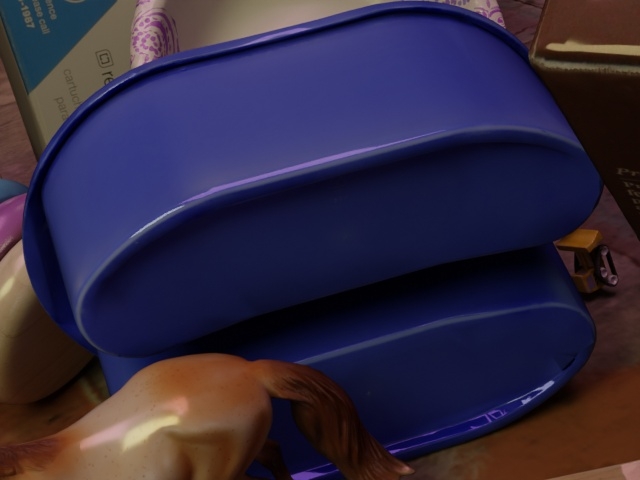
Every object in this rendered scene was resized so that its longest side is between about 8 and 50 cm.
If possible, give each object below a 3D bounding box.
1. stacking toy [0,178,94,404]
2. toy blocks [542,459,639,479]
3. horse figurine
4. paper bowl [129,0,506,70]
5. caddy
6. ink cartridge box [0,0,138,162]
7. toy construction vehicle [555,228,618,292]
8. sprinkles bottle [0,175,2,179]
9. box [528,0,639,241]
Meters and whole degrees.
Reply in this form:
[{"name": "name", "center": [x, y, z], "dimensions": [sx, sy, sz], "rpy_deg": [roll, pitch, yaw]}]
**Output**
[{"name": "stacking toy", "center": [-0.299, -0.023, 0.700], "dimensions": [0.330, 0.141, 0.141], "rpy_deg": [29, 46, 18]}, {"name": "toy blocks", "center": [0.149, 0.190, 0.258], "dimensions": [0.260, 0.191, 0.382], "rpy_deg": [-12, 58, -1]}, {"name": "horse figurine", "center": [-0.084, 0.124, 0.465], "dimensions": [0.263, 0.175, 0.066], "rpy_deg": [-24, 36, -21]}, {"name": "paper bowl", "center": [-0.005, -0.121, 0.778], "dimensions": [0.284, 0.284, 0.148], "rpy_deg": [-18, -11, -12]}, {"name": "caddy", "center": [0.000, 0.000, 0.579], "dimensions": [0.341, 0.241, 0.179], "rpy_deg": [-15, 39, -7]}, {"name": "ink cartridge box", "center": [-0.100, -0.228, 0.918], "dimensions": [0.394, 0.286, 0.166], "rpy_deg": [-22, 34, -17]}, {"name": "toy construction vehicle", "center": [0.155, -0.009, 0.689], "dimensions": [0.035, 0.098, 0.086], "rpy_deg": [-30, 20, -24]}, {"name": "sprinkles bottle", "center": [-0.436, 0.013, 0.795], "dimensions": [0.355, 0.121, 0.121], "rpy_deg": [-31, 37, -29]}, {"name": "box", "center": [0.249, -0.047, 0.450], "dimensions": [0.191, 0.381, 0.143], "rpy_deg": [11, 79, 30]}]
